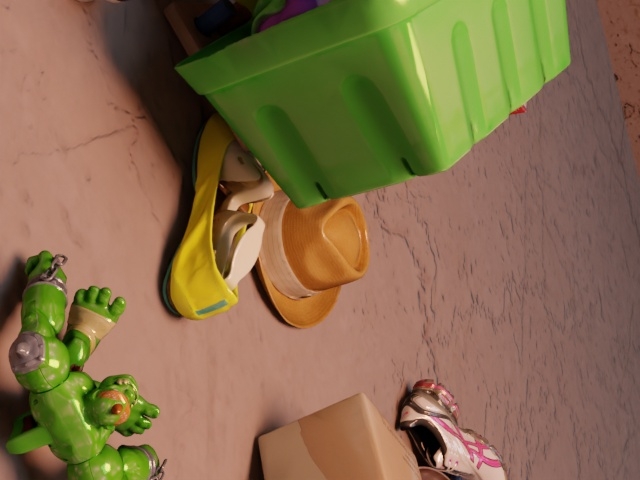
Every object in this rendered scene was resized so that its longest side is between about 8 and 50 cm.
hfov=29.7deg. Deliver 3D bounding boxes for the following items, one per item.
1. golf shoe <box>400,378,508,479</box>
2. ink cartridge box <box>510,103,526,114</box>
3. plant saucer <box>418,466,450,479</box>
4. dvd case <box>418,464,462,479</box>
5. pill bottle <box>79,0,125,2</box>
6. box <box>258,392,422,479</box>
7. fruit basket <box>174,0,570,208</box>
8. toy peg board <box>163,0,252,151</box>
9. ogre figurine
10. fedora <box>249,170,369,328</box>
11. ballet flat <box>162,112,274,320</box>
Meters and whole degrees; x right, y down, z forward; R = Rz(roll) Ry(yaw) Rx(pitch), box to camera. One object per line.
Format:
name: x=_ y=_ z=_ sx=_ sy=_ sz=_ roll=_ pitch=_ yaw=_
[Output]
golf shoe: x=0.162 y=0.266 z=1.507 sx=0.186 sy=0.067 sz=0.086 roll=49 pitch=47 yaw=-13
ink cartridge box: x=0.166 y=-0.234 z=1.575 sx=0.128 sy=0.176 sz=0.127 roll=36 pitch=53 yaw=-54
plant saucer: x=0.115 y=0.350 z=1.407 sx=0.168 sy=0.029 sz=0.169 roll=13 pitch=71 yaw=-43
dvd case: x=0.149 y=0.408 z=1.501 sx=0.180 sy=0.022 sz=0.253 roll=16 pitch=67 yaw=-62
pill bottle: x=-0.156 y=-0.236 z=1.001 sx=0.067 sy=0.120 sz=0.067 roll=29 pitch=56 yaw=-56
box: x=0.044 y=0.314 z=1.102 sx=0.148 sy=0.121 sz=0.311 roll=54 pitch=16 yaw=-44
fruit basket: x=0.028 y=-0.255 z=1.088 sx=0.392 sy=0.282 sz=0.392 roll=18 pitch=66 yaw=-47
toy peg board: x=-0.048 y=-0.180 z=1.185 sx=0.161 sy=0.079 sz=0.160 roll=59 pitch=26 yaw=7
ogre figurine: x=-0.175 y=0.116 z=0.890 sx=0.118 sy=0.096 sz=0.197 roll=-78 pitch=166 yaw=-69
fedora: x=0.000 y=0.000 z=1.277 sx=0.194 sy=0.079 sz=0.194 roll=30 pitch=56 yaw=-56
ballet flat: x=-0.084 y=-0.028 z=1.123 sx=0.077 sy=0.077 sz=0.231 roll=50 pitch=40 yaw=-43
